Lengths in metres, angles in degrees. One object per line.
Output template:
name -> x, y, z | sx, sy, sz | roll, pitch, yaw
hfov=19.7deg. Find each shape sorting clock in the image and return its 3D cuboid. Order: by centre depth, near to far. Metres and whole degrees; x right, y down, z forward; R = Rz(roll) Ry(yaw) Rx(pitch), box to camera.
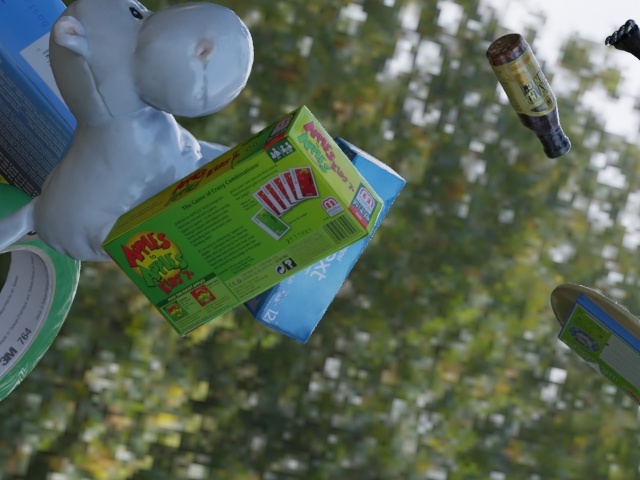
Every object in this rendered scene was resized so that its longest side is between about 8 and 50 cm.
shape sorting clock -> 0.347, 0.122, 2.113 | 0.040, 0.206, 0.206 | -46, -170, -19

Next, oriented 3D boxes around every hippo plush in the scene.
hippo plush -> -0.151, -0.107, 1.624 | 0.234, 0.294, 0.237 | -41, 132, -69

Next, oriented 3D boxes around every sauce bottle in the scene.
sauce bottle -> 0.200, -0.135, 1.747 | 0.042, 0.128, 0.042 | -26, -151, 15

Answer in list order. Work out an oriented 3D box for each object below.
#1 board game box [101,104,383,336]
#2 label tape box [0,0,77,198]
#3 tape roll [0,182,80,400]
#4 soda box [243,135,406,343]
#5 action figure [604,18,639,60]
board game box -> -0.056, -0.011, 1.295 | 0.181, 0.092, 0.043 | -29, -160, 31
label tape box -> -0.379, -0.176, 2.297 | 0.115, 0.249, 0.348 | -40, 177, -27
tape roll -> -0.426, 0.085, 2.181 | 0.077, 0.321, 0.321 | 36, -60, 25
soda box -> 0.000, 0.000, 1.989 | 0.210, 0.071, 0.067 | -58, -153, 8
action figure -> 0.420, -0.135, 1.965 | 0.164, 0.276, 0.141 | -41, 176, 35
